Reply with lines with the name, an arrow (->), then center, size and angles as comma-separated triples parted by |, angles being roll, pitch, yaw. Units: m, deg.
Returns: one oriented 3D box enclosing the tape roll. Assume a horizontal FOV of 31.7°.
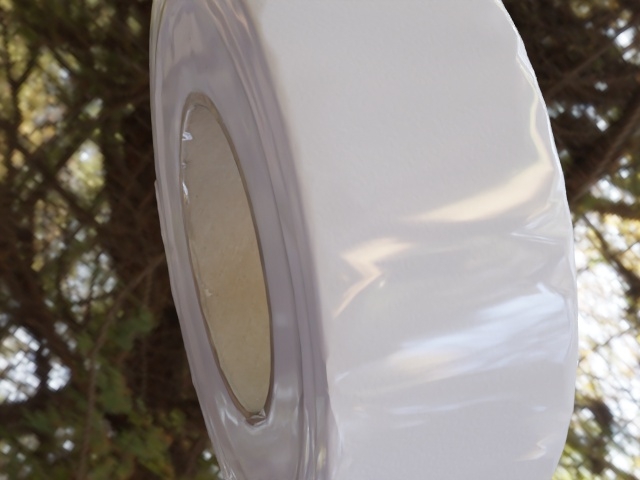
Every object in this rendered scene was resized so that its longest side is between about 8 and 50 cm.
tape roll -> 0.000, 0.000, 0.511 | 0.100, 0.286, 0.286 | -11, -154, -17
